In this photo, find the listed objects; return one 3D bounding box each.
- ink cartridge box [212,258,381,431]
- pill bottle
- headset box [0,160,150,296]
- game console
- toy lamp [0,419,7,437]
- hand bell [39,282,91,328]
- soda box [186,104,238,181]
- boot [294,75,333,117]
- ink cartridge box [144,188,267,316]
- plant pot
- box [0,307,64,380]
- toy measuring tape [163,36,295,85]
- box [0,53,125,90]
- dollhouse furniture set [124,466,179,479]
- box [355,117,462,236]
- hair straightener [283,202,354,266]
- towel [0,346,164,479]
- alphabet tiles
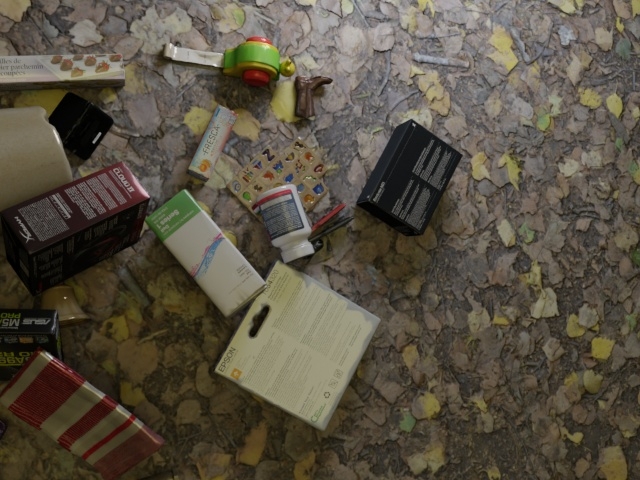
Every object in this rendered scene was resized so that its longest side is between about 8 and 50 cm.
[{"bbox_3d":[-0.057,0.264,1.457,0.330,0.071,0.324,32,79,-9],"label":"ink cartridge box"},{"bbox_3d":[-0.083,-0.039,1.423,0.107,0.108,0.180,-18,85,-18],"label":"pill bottle"},{"bbox_3d":[-0.502,-0.031,1.209,0.293,0.218,0.110,-33,81,-34],"label":"headset box"},{"bbox_3d":[-0.574,-0.270,1.344,0.107,0.071,0.122,41,75,-43],"label":"game console"},{"bbox_3d":[-0.808,0.360,1.204,0.274,0.080,0.080,29,79,-13],"label":"toy lamp"},{"bbox_3d":[-0.599,0.072,1.284,0.126,0.126,0.242,-8,79,-18],"label":"hand bell"},{"bbox_3d":[-0.269,-0.241,1.414,0.058,0.063,0.183,26,79,-15],"label":"soda box"},{"bbox_3d":[-0.017,-0.379,1.516,0.106,0.037,0.114,-2,85,-5],"label":"boot"},{"bbox_3d":[-0.257,0.041,1.305,0.117,0.201,0.278,-40,88,-11],"label":"ink cartridge box"},{"bbox_3d":[-0.692,-0.134,1.164,0.305,0.333,0.334,-21,94,-30],"label":"plant pot"},{"bbox_3d":[-0.687,0.220,1.182,0.270,0.216,0.060,4,50,-18],"label":"box"},{"bbox_3d":[-0.219,-0.458,1.415,0.330,0.121,0.122,6,86,-18],"label":"toy measuring tape"},{"bbox_3d":[-0.619,-0.387,1.307,0.323,0.067,0.063,-7,90,-19],"label":"box"},{"bbox_3d":[-0.372,0.618,1.276,0.129,0.183,0.129,-9,90,-18],"label":"dollhouse furniture set"},{"bbox_3d":[0.243,-0.169,1.557,0.184,0.103,0.261,32,79,-17],"label":"box"},{"bbox_3d":[0.000,0.000,1.498,0.230,0.047,0.089,-38,98,-16],"label":"hair straightener"},{"bbox_3d":[-0.524,0.388,1.233,0.329,0.237,0.037,42,33,-12],"label":"towel"},{"bbox_3d":[-0.097,-0.152,1.495,0.198,0.009,0.237,46,75,-10],"label":"alphabet tiles"}]
